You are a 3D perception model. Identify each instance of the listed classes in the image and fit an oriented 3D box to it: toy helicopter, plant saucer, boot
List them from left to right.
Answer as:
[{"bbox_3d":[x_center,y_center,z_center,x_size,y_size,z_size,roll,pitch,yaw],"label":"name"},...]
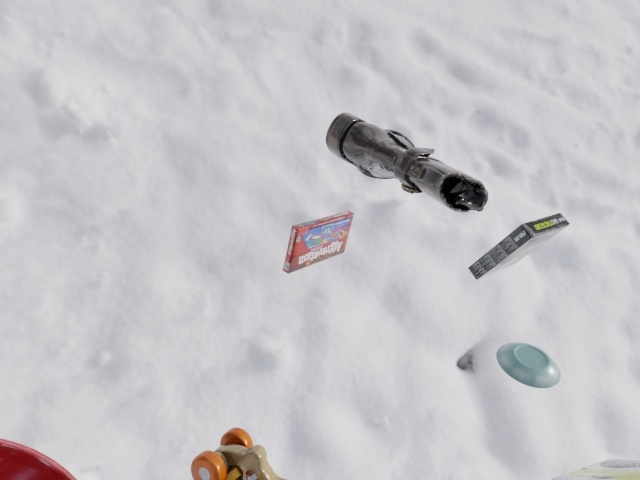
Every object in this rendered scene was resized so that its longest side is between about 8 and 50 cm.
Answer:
[{"bbox_3d":[-0.116,0.583,0.989,0.356,0.140,0.234,-2,95,24],"label":"toy helicopter"},{"bbox_3d":[0.150,-0.102,0.670,0.229,0.263,0.091,35,110,33],"label":"boot"},{"bbox_3d":[0.664,0.381,1.390,0.195,0.195,0.037,-3,121,-14],"label":"plant saucer"}]

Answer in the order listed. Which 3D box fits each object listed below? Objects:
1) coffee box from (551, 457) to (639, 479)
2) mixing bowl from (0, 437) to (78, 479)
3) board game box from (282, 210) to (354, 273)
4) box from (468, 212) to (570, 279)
[{"bbox_3d":[0.881,0.774,1.120,0.335,0.338,0.337,4,68,-30],"label":"coffee box"},{"bbox_3d":[-0.185,0.185,0.173,0.098,0.181,0.181,-29,88,17],"label":"mixing bowl"},{"bbox_3d":[0.000,0.000,1.323,0.027,0.144,0.281,29,28,29],"label":"board game box"},{"bbox_3d":[0.485,0.014,1.072,0.184,0.190,0.045,-15,64,-38],"label":"box"}]
